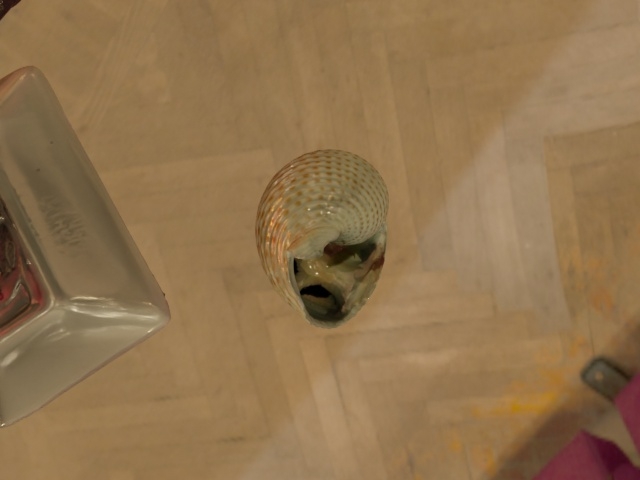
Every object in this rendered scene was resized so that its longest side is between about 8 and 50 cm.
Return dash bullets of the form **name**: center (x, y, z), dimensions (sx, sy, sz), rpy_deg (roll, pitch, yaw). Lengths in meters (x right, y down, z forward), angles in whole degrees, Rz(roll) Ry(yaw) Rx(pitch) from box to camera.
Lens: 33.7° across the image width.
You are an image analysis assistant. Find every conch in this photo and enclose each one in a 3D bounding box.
- **conch**: center (-0.003, -0.001, 0.490), dimensions (0.057, 0.085, 0.076), rpy_deg (9, 123, 38)

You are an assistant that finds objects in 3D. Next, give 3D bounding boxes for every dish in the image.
- **dish**: center (-0.250, 0.003, 0.807), dimensions (0.182, 0.080, 0.243), rpy_deg (-33, 79, 14)

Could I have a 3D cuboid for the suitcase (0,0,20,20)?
- **suitcase**: center (-0.357, -0.101, 0.671), dimensions (0.312, 0.202, 0.128), rpy_deg (-48, 68, 7)
